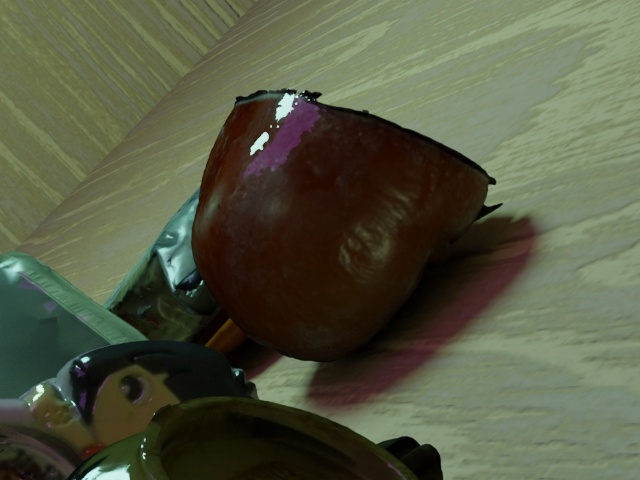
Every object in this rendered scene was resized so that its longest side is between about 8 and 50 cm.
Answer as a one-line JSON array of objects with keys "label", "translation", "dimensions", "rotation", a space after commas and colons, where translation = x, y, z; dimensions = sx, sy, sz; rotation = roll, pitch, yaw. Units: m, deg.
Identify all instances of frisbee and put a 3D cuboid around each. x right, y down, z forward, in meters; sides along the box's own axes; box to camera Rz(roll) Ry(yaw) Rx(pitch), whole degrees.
[{"label": "frisbee", "translation": [-0.037, 0.035, 1.471], "dimensions": [0.192, 0.035, 0.192], "rotation": [-50, 5, 6]}]

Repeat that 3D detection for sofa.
[{"label": "sofa", "translation": [-0.230, 0.150, 1.460], "dimensions": [0.210, 0.225, 0.176], "rotation": [-41, -35, -28]}]

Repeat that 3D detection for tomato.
[{"label": "tomato", "translation": [0.000, 0.000, 1.237], "dimensions": [0.155, 0.180, 0.214], "rotation": [-64, 7, -7]}]

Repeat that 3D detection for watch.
[{"label": "watch", "translation": [-0.139, 0.175, 1.099], "dimensions": [0.244, 0.196, 0.231], "rotation": [-50, -9, -19]}]

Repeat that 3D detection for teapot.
[{"label": "teapot", "translation": [-0.030, 0.166, 0.761], "dimensions": [0.269, 0.173, 0.183], "rotation": [-19, -48, -58]}]

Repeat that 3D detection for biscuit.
[{"label": "biscuit", "translation": [-0.125, 0.041, 1.585], "dimensions": [0.309, 0.079, 0.186], "rotation": [-45, 10, 50]}]

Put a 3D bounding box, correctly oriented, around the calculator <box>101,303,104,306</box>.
[{"label": "calculator", "translation": [-0.262, 0.124, 1.931], "dimensions": [0.268, 0.040, 0.177], "rotation": [-39, 13, 22]}]
